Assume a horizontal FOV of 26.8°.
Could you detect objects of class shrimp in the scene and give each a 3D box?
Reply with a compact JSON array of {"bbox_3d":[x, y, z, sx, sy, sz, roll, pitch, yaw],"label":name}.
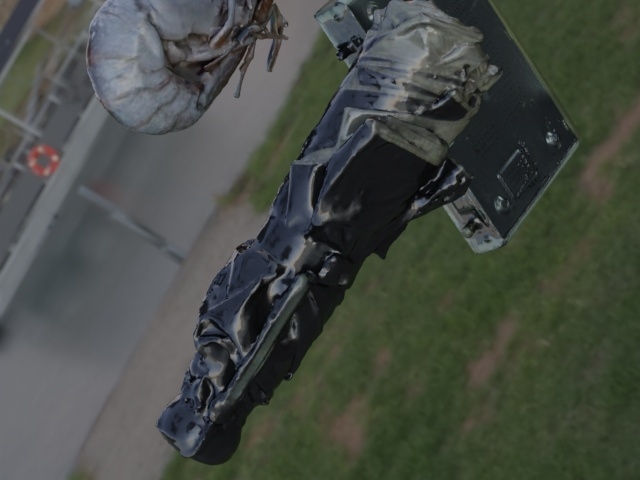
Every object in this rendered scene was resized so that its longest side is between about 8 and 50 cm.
[{"bbox_3d":[-0.081,-0.216,1.208,0.343,0.145,0.116,-50,9,-34],"label":"shrimp"}]

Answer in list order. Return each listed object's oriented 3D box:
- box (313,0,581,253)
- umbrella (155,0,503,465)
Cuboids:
[{"bbox_3d":[0.126,-0.144,1.236,0.045,0.270,0.211,-20,20,46],"label":"box"},{"bbox_3d":[0.005,0.003,0.930,0.358,0.113,0.106,-58,34,1],"label":"umbrella"}]
